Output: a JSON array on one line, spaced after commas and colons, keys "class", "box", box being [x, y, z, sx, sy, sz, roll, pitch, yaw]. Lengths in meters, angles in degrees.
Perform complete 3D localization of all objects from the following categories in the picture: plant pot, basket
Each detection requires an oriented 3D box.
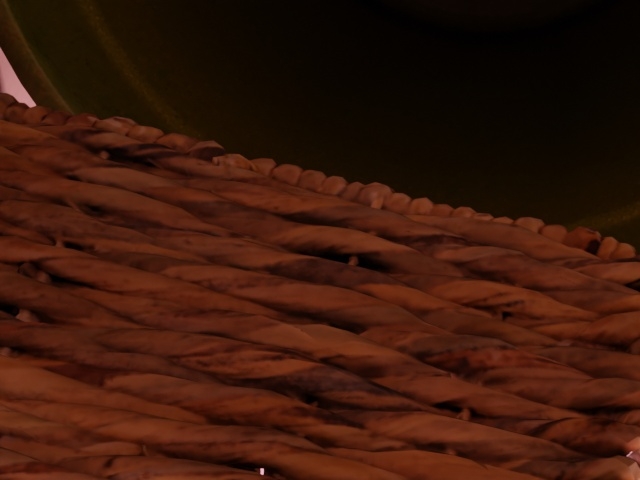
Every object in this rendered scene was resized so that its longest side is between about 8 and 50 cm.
[{"class": "plant pot", "box": [0.071, -0.185, 0.744, 0.353, 0.366, 0.366, -59, 162, -75]}, {"class": "basket", "box": [-0.057, 0.112, 0.546, 0.213, 0.299, 0.223, -66, 167, -48]}]
